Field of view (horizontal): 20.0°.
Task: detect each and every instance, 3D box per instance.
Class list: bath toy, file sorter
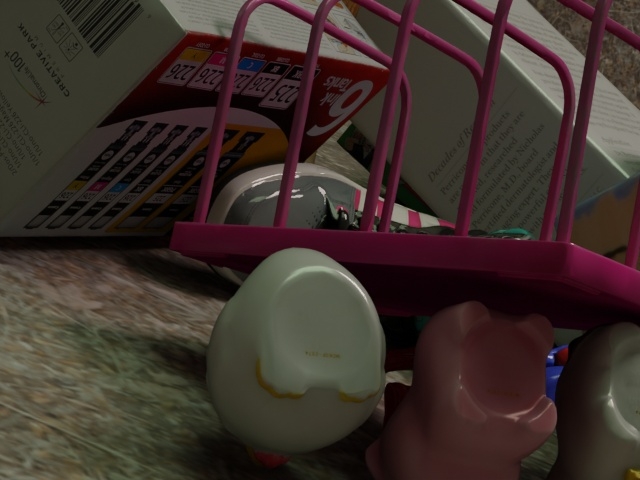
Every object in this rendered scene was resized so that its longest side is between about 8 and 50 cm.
[{"bbox_3d":[0.093,0.108,1.022,0.348,0.151,0.129,15,-21,-17],"label":"bath toy"},{"bbox_3d":[0.094,-0.052,1.112,0.290,0.182,0.202,3,-11,40],"label":"file sorter"}]

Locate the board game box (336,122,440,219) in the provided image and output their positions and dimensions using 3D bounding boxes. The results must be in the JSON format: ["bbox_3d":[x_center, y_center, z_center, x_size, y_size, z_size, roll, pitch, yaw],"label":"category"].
[{"bbox_3d":[0.157,-0.051,1.918,0.213,0.046,0.317,44,16,12],"label":"board game box"}]

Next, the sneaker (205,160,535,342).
[{"bbox_3d":[0.063,0.028,1.351,0.295,0.124,0.178,13,5,-44],"label":"sneaker"}]

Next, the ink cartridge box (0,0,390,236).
[{"bbox_3d":[-0.136,-0.090,1.301,0.130,0.272,0.309,54,23,17],"label":"ink cartridge box"}]

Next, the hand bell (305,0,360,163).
[{"bbox_3d":[-0.015,-0.149,1.681,0.126,0.242,0.126,21,12,-5],"label":"hand bell"}]

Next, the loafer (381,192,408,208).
[{"bbox_3d":[0.079,-0.030,1.853,0.045,0.039,0.125,56,17,0],"label":"loafer"}]

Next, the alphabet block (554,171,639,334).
[{"bbox_3d":[0.318,0.049,1.354,0.193,0.192,0.197,9,61,-43],"label":"alphabet block"}]

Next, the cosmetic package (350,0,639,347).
[{"bbox_3d":[0.190,-0.097,1.734,0.453,0.161,0.230,50,23,26],"label":"cosmetic package"}]

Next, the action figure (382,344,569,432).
[{"bbox_3d":[0.154,0.122,1.201,0.280,0.139,0.091,-8,27,-23],"label":"action figure"}]
